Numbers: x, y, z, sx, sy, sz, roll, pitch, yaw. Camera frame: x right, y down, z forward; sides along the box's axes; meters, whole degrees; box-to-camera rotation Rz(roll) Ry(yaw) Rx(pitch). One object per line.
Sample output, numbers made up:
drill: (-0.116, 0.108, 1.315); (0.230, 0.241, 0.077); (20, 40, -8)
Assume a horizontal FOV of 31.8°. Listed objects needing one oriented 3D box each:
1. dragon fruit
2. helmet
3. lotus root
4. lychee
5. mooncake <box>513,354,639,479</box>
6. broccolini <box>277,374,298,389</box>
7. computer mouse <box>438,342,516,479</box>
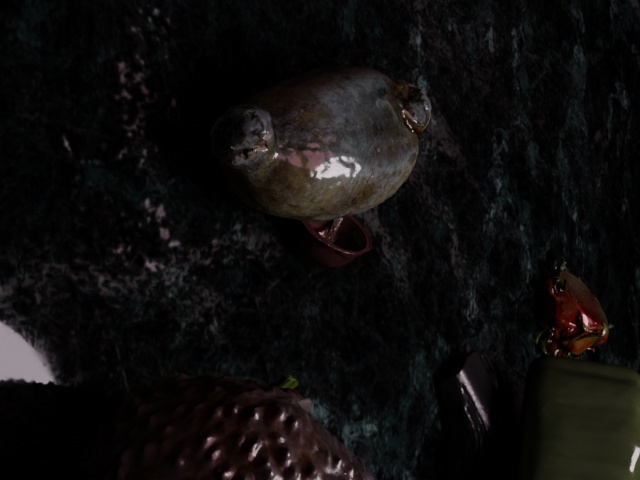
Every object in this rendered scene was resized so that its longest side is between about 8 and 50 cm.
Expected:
dragon fruit: (0.406, 0.128, 1.835); (0.138, 0.142, 0.175); (27, 93, -22)
helmet: (0.000, 0.000, 1.324); (0.111, 0.057, 0.089); (12, 40, -41)
lotus root: (-0.005, -0.106, 1.247); (0.349, 0.175, 0.175); (-16, 99, -53)
lychee: (-0.082, 0.255, 0.981); (0.300, 0.300, 0.300); (11, 76, -53)
mooncake: (0.365, 0.337, 1.585); (0.351, 0.187, 0.351); (5, 90, -78)
broccolini: (-0.060, 0.181, 1.231); (0.140, 0.035, 0.030); (-29, 113, -54)
computer mouse: (0.234, 0.276, 1.594); (0.147, 0.088, 0.264); (0, 82, -57)
